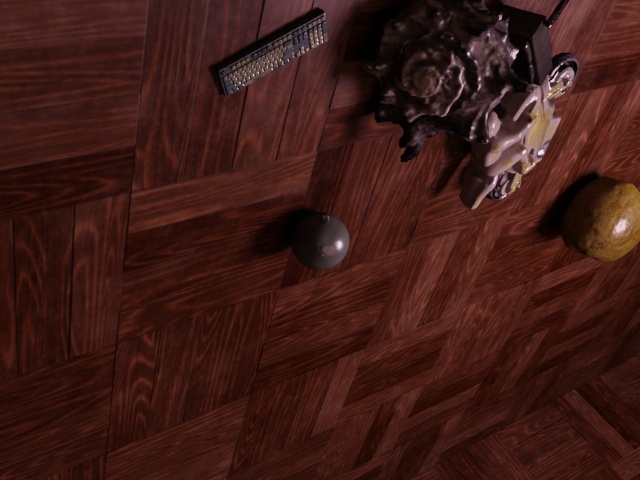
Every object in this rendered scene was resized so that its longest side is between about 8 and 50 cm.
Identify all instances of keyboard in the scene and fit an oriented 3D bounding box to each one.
[{"bbox_3d":[-0.065,-0.261,1.115,0.176,0.014,0.055,-32,150,-13],"label":"keyboard"}]

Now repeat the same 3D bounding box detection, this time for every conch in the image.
[{"bbox_3d":[0.178,-0.252,1.243,0.241,0.186,0.313,-1,156,-10],"label":"conch"}]

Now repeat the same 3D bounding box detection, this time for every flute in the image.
[{"bbox_3d":[0.450,-0.456,1.344,0.269,0.014,0.014,-53,150,-14],"label":"flute"}]

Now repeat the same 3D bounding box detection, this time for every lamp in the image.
[{"bbox_3d":[0.000,0.000,1.413,0.105,0.105,0.105,-27,145,-21],"label":"lamp"}]

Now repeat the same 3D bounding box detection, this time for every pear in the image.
[{"bbox_3d":[0.718,-0.046,2.027,0.211,0.188,0.228,-46,150,3],"label":"pear"}]

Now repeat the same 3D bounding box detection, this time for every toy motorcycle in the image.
[{"bbox_3d":[0.368,-0.205,1.546,0.223,0.108,0.340,-14,138,-36],"label":"toy motorcycle"}]

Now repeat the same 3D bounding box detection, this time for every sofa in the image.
[{"bbox_3d":[0.348,-0.333,1.386,0.060,0.085,0.147,-56,150,-10],"label":"sofa"}]
